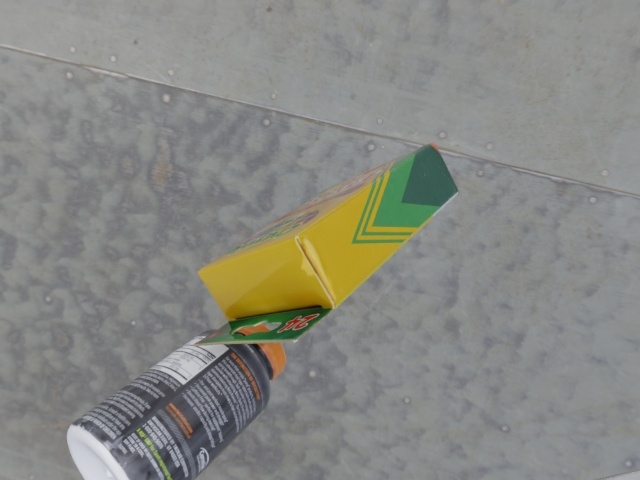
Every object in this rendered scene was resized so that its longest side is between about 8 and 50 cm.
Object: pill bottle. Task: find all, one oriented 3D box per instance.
[{"bbox_3d":[-0.149,0.193,0.540,0.131,0.246,0.130,18,122,31],"label":"pill bottle"}]

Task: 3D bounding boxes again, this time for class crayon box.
[{"bbox_3d":[0.000,0.000,0.533,0.202,0.319,0.081,-18,105,47],"label":"crayon box"}]

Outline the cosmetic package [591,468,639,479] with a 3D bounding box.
[{"bbox_3d":[0.403,0.367,0.578,0.238,0.107,0.127,-13,56,-4],"label":"cosmetic package"}]
